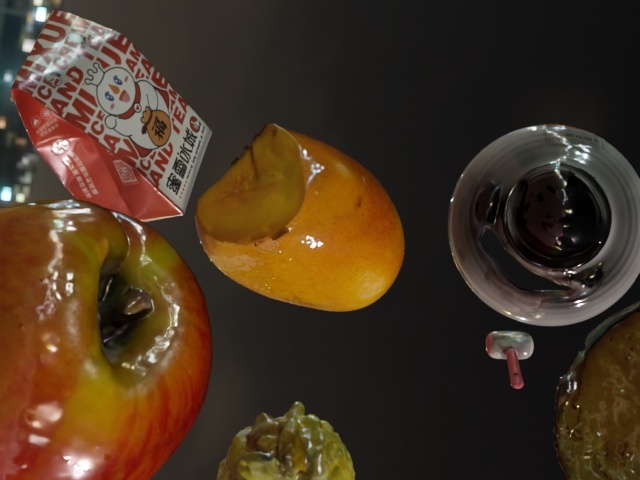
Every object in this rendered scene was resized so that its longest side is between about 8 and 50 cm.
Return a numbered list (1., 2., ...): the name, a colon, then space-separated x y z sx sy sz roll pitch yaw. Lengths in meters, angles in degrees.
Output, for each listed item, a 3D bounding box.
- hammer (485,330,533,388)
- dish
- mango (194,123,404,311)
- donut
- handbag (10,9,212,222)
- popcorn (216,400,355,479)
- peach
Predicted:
1. hammer: 0.207 0.131 1.607 0.083 0.053 0.031 -92 -179 -52
2. dish: 0.305 -0.027 1.947 0.134 0.273 0.273 71 25 -83
3. mango: 0.000 0.000 1.534 0.187 0.257 0.138 -33 -127 22
4. donut: 0.355 0.182 1.411 0.107 0.272 0.272 65 25 -64
5. handbag: -0.297 -0.164 2.029 0.151 0.298 0.171 -10 -131 33
6. popcorn: -0.046 0.284 1.744 0.142 0.174 0.173 -131 -130 -77
7. peach: -0.219 0.096 1.092 0.281 0.238 0.281 -37 -146 30
